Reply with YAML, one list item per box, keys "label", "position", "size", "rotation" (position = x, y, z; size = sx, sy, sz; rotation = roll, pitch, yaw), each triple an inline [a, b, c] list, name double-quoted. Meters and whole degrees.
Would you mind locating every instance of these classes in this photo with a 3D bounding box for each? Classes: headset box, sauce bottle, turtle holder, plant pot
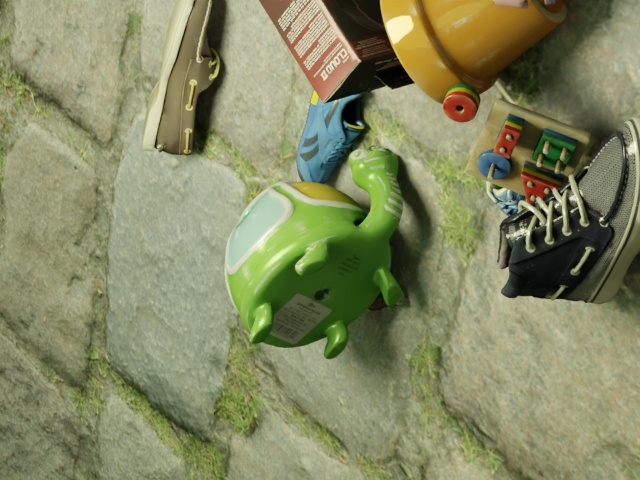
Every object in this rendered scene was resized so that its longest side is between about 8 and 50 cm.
- label: "headset box"
  position: [0.046, -0.334, 2.052]
  size: [0.293, 0.218, 0.110]
  rotation: [59, 138, 13]
- label: "sauce bottle"
  position: [0.081, 0.093, 2.323]
  size: [0.128, 0.042, 0.042]
  rotation: [-1, 104, 49]
- label: "turtle holder"
  position: [-0.018, 0.005, 2.233]
  size: [0.227, 0.243, 0.320]
  rotation: [61, 142, 40]
- label: "plant pot"
  position: [0.214, -0.307, 1.916]
  size: [0.188, 0.205, 0.205]
  rotation: [-24, 88, 33]

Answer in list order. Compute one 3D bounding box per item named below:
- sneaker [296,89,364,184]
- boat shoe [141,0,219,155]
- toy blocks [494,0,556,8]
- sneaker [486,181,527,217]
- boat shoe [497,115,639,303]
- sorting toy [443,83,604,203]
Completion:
- label: "sneaker"
  position: [0.019, -0.159, 2.268]
  size: [0.082, 0.069, 0.209]
  rotation: [35, 129, 29]
- label: "boat shoe"
  position: [-0.226, -0.284, 2.464]
  size: [0.116, 0.096, 0.324]
  rotation: [-95, 20, -55]
- label: "toy blocks"
  position: [0.251, -0.457, 1.693]
  size: [0.260, 0.309, 0.289]
  rotation: [3, 66, 15]
- label: "sneaker"
  position: [0.277, -0.050, 2.021]
  size: [0.080, 0.081, 0.211]
  rotation: [-33, 82, 47]
- label: "boat shoe"
  position: [0.321, -0.028, 1.844]
  size: [0.340, 0.158, 0.127]
  rotation: [97, 170, -52]
- label: "sorting toy"
  position: [0.277, -0.101, 1.912]
  size: [0.274, 0.046, 0.132]
  rotation: [21, 136, 1]
